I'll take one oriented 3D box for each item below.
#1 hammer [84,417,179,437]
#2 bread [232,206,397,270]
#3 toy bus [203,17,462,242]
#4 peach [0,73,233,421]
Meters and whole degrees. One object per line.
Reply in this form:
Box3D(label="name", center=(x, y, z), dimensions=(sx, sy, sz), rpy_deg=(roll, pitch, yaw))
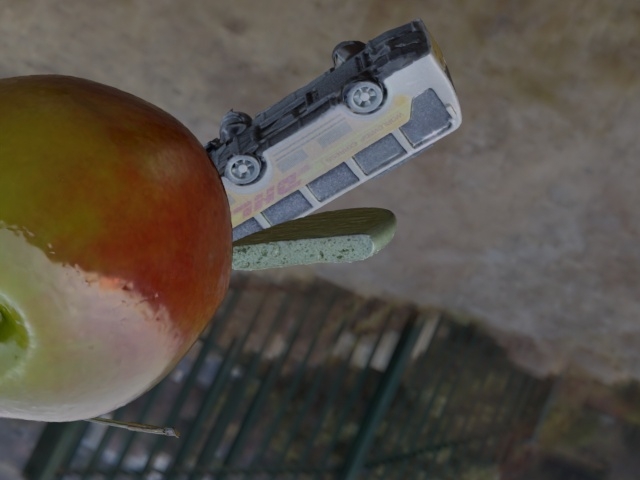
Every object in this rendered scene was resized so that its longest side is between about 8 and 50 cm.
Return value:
Box3D(label="hammer", center=(-0.161, 0.139, 1.249), dimensions=(0.123, 0.014, 0.029), rpy_deg=(7, 174, 28))
Box3D(label="bread", center=(0.005, -0.001, 1.585), dimensions=(0.193, 0.112, 0.036), rpy_deg=(-5, 106, 38))
Box3D(label="toy bus", center=(-0.003, -0.111, 1.831), dimensions=(0.343, 0.097, 0.138), rpy_deg=(-30, 123, 13))
Box3D(label="peach", center=(-0.169, 0.004, 0.998), dimensions=(0.231, 0.231, 0.231), rpy_deg=(23, 163, 8))
